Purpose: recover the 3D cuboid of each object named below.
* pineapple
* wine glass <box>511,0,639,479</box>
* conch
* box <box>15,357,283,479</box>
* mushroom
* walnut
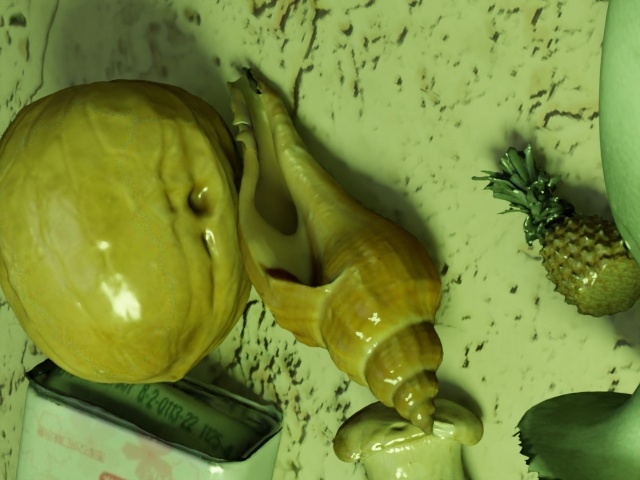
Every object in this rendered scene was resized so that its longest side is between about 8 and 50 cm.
[{"bbox_3d":[0.141,-0.009,0.855,0.124,0.058,0.058,56,132,43],"label":"pineapple"},{"bbox_3d":[0.207,-0.024,0.678,0.190,0.190,0.357,29,115,40],"label":"wine glass"},{"bbox_3d":[0.001,0.003,0.969,0.330,0.109,0.093,59,173,42],"label":"conch"},{"bbox_3d":[-0.150,0.272,1.124,0.190,0.112,0.370,19,111,17],"label":"box"},{"bbox_3d":[0.072,0.203,0.923,0.097,0.088,0.213,-14,80,37],"label":"mushroom"},{"bbox_3d":[-0.137,-0.005,1.032,0.195,0.195,0.222,-24,80,45],"label":"walnut"}]
